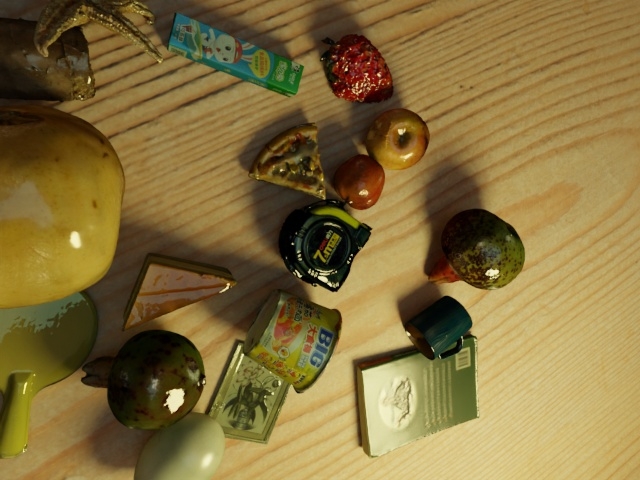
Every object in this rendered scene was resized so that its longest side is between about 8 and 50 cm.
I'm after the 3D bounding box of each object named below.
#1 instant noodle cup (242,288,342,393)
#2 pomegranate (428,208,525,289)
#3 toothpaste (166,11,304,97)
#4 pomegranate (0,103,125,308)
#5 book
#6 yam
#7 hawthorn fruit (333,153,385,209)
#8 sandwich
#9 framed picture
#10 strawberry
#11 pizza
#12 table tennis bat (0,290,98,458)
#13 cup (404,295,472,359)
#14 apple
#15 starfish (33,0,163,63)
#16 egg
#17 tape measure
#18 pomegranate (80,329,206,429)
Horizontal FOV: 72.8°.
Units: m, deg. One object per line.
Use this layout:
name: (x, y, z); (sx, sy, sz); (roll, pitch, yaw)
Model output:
instant noodle cup: (-0.067, 0.206, 0.952); (0.153, 0.205, 0.204); (32, 87, -12)
pomegranate: (0.377, 0.039, 1.101); (0.248, 0.214, 0.214); (-35, 115, 28)
toothpaste: (-0.168, -0.370, 0.879); (0.267, 0.050, 0.065); (14, 91, -23)
pomegranate: (-0.463, -0.050, 0.681); (0.333, 0.333, 0.331); (-4, 101, -20)
book: (0.278, 0.420, 1.194); (0.372, 0.043, 0.259); (-8, 100, -21)
yam: (-0.504, -0.303, 0.723); (0.239, 0.128, 0.129); (-3, 134, -15)
hawthorn fruit: (0.090, -0.132, 0.987); (0.128, 0.128, 0.127); (-4, 101, -20)
sandwich: (-0.285, 0.115, 0.885); (0.188, 0.117, 0.144); (15, 96, -24)
framed picture: (-0.161, 0.366, 1.031); (0.173, 0.010, 0.231); (21, 91, -23)
strawberry: (0.088, -0.376, 0.959); (0.140, 0.085, 0.192); (-39, 112, -13)
pizza: (-0.056, -0.153, 0.933); (0.185, 0.036, 0.176); (-29, 80, -8)
table tennis bat: (-0.566, 0.238, 0.835); (0.225, 0.054, 0.367); (10, 93, -29)
cup: (0.312, 0.234, 1.143); (0.138, 0.113, 0.150); (-33, 138, -14)
apple: (0.180, -0.231, 0.993); (0.147, 0.146, 0.146); (-4, 101, -20)
starfish: (-0.375, -0.385, 0.728); (0.232, 0.048, 0.294); (17, 49, -32)
egg: (-0.300, 0.461, 0.919); (0.209, 0.151, 0.151); (-38, 110, -5)
tape measure: (0.000, 0.000, 0.977); (0.186, 0.112, 0.198); (34, 81, -30)
pomegranate: (-0.346, 0.268, 0.855); (0.248, 0.202, 0.201); (0, 100, 6)
